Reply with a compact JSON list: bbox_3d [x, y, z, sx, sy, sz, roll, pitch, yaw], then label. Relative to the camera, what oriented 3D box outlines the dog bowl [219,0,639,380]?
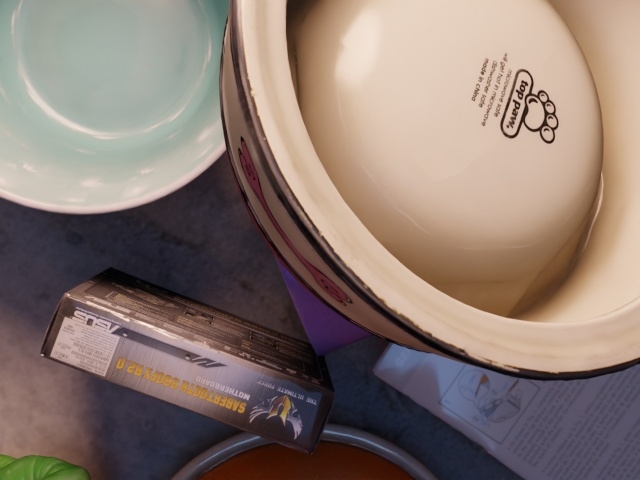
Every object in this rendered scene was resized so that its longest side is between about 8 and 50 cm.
[{"bbox_3d":[0.110,-0.101,0.594,0.407,0.150,0.408,6,76,-23],"label":"dog bowl"}]

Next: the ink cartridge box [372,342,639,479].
[{"bbox_3d":[0.285,0.101,0.795,0.385,0.091,0.308,34,94,-5],"label":"ink cartridge box"}]

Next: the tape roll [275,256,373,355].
[{"bbox_3d":[0.000,0.000,0.719,0.080,0.189,0.189,-22,96,-1],"label":"tape roll"}]

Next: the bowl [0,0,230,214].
[{"bbox_3d":[-0.192,-0.181,0.706,0.311,0.163,0.312,0,94,-4],"label":"bowl"}]

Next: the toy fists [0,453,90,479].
[{"bbox_3d":[-0.263,0.338,0.762,0.142,0.096,0.279,5,94,14],"label":"toy fists"}]

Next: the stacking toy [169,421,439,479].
[{"bbox_3d":[-0.006,0.362,0.604,0.350,0.480,0.351,0,94,-3],"label":"stacking toy"}]

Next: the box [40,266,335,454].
[{"bbox_3d":[-0.107,0.098,0.725,0.231,0.183,0.056,22,92,-5],"label":"box"}]
